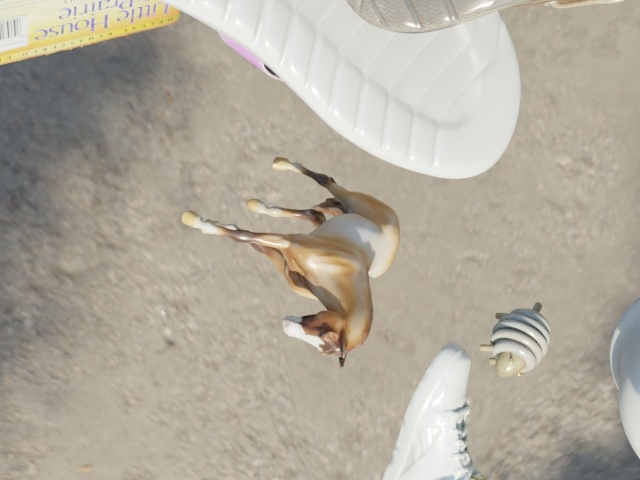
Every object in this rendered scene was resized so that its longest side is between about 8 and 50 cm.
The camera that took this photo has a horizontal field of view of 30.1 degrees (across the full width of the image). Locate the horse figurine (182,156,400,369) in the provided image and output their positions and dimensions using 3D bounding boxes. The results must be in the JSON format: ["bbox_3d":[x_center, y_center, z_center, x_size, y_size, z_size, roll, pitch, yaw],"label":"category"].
[{"bbox_3d":[0.000,0.000,1.014,0.174,0.263,0.066,25,114,15],"label":"horse figurine"}]

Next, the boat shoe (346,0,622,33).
[{"bbox_3d":[0.173,-0.206,0.754,0.324,0.116,0.123,-2,103,19],"label":"boat shoe"}]

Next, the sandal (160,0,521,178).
[{"bbox_3d":[-0.021,-0.189,0.869,0.416,0.102,0.169,31,82,-24],"label":"sandal"}]

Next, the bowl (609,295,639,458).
[{"bbox_3d":[0.396,0.171,1.069,0.298,0.298,0.134,21,50,8],"label":"bowl"}]

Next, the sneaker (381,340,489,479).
[{"bbox_3d":[0.198,0.301,1.695,0.169,0.108,0.292,27,111,27],"label":"sneaker"}]

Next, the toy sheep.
[{"bbox_3d":[0.282,0.138,1.686,0.091,0.091,0.132,24,62,9],"label":"toy sheep"}]

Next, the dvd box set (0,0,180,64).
[{"bbox_3d":[-0.283,-0.344,1.288,0.307,0.420,0.062,-17,71,-18],"label":"dvd box set"}]
